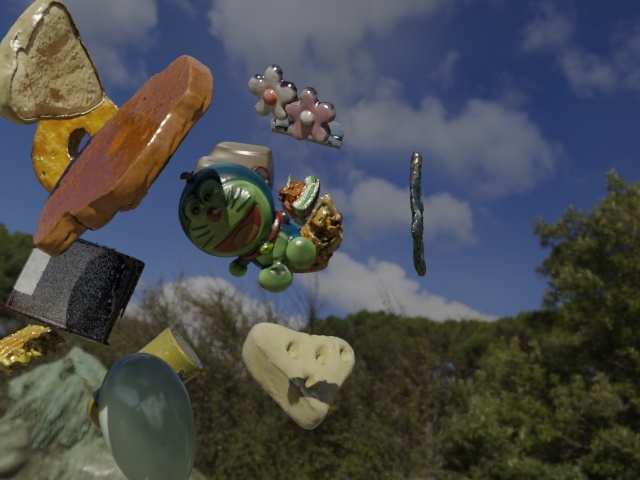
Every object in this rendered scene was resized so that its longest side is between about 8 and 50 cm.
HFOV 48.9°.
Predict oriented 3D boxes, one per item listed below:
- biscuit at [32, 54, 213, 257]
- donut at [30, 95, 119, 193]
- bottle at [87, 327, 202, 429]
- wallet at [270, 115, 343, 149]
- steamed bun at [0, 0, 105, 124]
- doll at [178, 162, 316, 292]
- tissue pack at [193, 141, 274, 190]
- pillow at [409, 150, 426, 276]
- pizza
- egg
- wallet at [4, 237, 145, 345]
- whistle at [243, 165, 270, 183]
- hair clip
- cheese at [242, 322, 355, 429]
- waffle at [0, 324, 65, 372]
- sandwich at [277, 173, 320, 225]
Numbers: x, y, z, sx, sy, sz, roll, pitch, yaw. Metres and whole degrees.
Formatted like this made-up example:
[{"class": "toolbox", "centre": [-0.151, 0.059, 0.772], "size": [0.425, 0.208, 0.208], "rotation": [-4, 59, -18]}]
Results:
[{"class": "biscuit", "centre": [-0.346, -0.158, 1.253], "size": [0.455, 0.350, 0.078], "rotation": [-26, -48, 37]}, {"class": "donut", "centre": [-0.636, -0.251, 1.920], "size": [0.302, 0.303, 0.110], "rotation": [13, -1, 16]}, {"class": "bottle", "centre": [-0.538, 0.435, 2.115], "size": [0.171, 0.351, 0.171], "rotation": [50, -4, 5]}, {"class": "wallet", "centre": [-0.041, -0.360, 2.223], "size": [0.230, 0.069, 0.170], "rotation": [13, 26, -8]}, {"class": "steamed bun", "centre": [-0.526, -0.311, 1.292], "size": [0.110, 0.212, 0.231], "rotation": [12, -47, 31]}, {"class": "doll", "centre": [-0.169, -0.038, 1.485], "size": [0.322, 0.198, 0.186], "rotation": [45, 9, -25]}, {"class": "tissue pack", "centre": [-0.319, -0.193, 2.592], "size": [0.267, 0.277, 0.387], "rotation": [11, 21, 4]}, {"class": "pillow", "centre": [0.228, -0.065, 1.661], "size": [0.034, 0.256, 0.189], "rotation": [-2, -37, 11]}, {"class": "pizza", "centre": [0.000, 0.000, 1.668], "size": [0.147, 0.226, 0.069], "rotation": [19, 28, -42]}, {"class": "egg", "centre": [-0.436, 0.466, 1.787], "size": [0.229, 0.371, 0.230], "rotation": [-18, -17, -6]}, {"class": "wallet", "centre": [-0.575, 0.107, 1.660], "size": [0.262, 0.221, 0.071], "rotation": [20, -14, 1]}, {"class": "whistle", "centre": [-0.183, -0.181, 2.010], "size": [0.109, 0.057, 0.046], "rotation": [26, -24, 30]}, {"class": "hair clip", "centre": [-0.075, -0.350, 1.816], "size": [0.257, 0.146, 0.075], "rotation": [39, 30, 18]}, {"class": "cheese", "centre": [-0.064, 0.350, 2.114], "size": [0.328, 0.351, 0.129], "rotation": [43, -55, 0]}, {"class": "waffle", "centre": [-0.747, 0.273, 1.768], "size": [0.210, 0.160, 0.055], "rotation": [-1, -69, 45]}, {"class": "sandwich", "centre": [-0.089, -0.158, 2.598], "size": [0.159, 0.185, 0.109], "rotation": [14, -34, 10]}]
